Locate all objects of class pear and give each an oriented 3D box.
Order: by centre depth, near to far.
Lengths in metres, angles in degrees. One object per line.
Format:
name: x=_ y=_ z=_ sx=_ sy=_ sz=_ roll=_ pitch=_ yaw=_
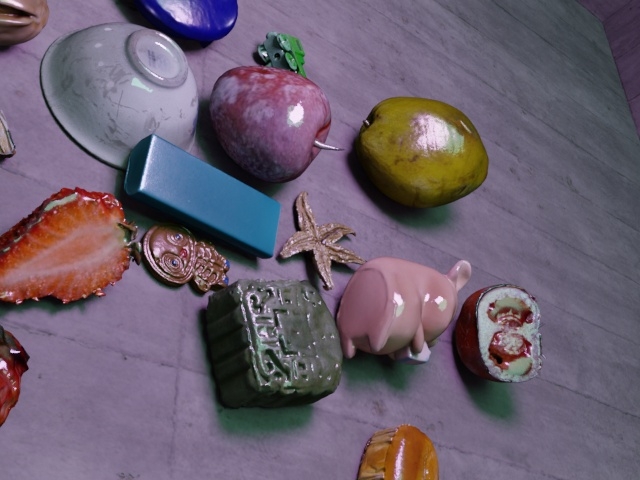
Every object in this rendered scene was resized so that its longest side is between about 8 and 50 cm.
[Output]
pear: x=0.236 y=-0.203 z=1.845 sx=0.321 sy=0.269 sz=0.269 roll=21 pitch=49 yaw=-17

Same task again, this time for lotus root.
lotus root: x=-0.502 y=-0.162 z=1.245 sx=0.037 sy=0.030 sz=0.083 roll=-20 pitch=73 yaw=-18

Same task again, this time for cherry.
cherry: x=-0.085 y=-0.225 z=1.564 sx=0.285 sy=0.213 sz=0.236 roll=24 pitch=18 yaw=-3

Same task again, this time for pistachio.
pistachio: x=-0.546 y=-0.387 z=1.283 sx=0.215 sy=0.144 sz=0.144 roll=8 pitch=58 yaw=-35

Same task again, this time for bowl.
bowl: x=-0.321 y=-0.290 z=1.425 sx=0.313 sy=0.146 sz=0.313 roll=26 pitch=47 yaw=-32

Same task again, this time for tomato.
tomato: x=0.384 y=0.209 z=1.767 sx=0.180 sy=0.155 sz=0.214 roll=11 pitch=75 yaw=-21

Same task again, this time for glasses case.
glasses case: x=-0.206 y=-0.068 z=1.427 sx=0.301 sy=0.070 sz=0.117 roll=30 pitch=57 yaw=-38

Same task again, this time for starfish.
starfish: x=-0.001 y=0.001 z=1.620 sx=0.227 sy=0.043 sz=0.240 roll=9 pitch=54 yaw=-44

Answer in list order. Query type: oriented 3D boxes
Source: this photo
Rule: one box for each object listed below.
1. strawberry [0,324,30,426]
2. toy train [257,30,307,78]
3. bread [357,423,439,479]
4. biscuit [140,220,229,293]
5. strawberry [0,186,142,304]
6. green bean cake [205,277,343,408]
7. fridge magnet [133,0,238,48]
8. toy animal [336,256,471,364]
strawberry: x=-0.484 y=0.164 z=0.879 sx=0.250 sy=0.238 sz=0.288 roll=55 pitch=46 yaw=-31
toy train: x=-0.057 y=-0.352 z=1.786 sx=0.119 sy=0.085 sz=0.251 roll=0 pitch=67 yaw=-62
bread: x=0.144 y=0.424 z=1.425 sx=0.132 sy=0.114 sz=0.190 roll=39 pitch=47 yaw=-22
biscuit: x=-0.232 y=0.030 z=1.384 sx=0.175 sy=0.026 sz=0.124 roll=24 pitch=50 yaw=-32
strawberry: x=-0.395 y=0.002 z=1.194 sx=0.236 sy=0.106 sz=0.175 roll=5 pitch=97 yaw=-42
green bean cake: x=-0.075 y=0.173 z=1.372 sx=0.227 sy=0.125 sz=0.222 roll=8 pitch=59 yaw=-47
fridge magnet: x=-0.289 y=-0.519 z=1.639 sx=0.265 sy=0.112 sz=0.265 roll=26 pitch=47 yaw=-31
toy animal: x=0.169 y=0.138 z=1.582 sx=0.256 sy=0.195 sz=0.213 roll=16 pitch=61 yaw=-41
